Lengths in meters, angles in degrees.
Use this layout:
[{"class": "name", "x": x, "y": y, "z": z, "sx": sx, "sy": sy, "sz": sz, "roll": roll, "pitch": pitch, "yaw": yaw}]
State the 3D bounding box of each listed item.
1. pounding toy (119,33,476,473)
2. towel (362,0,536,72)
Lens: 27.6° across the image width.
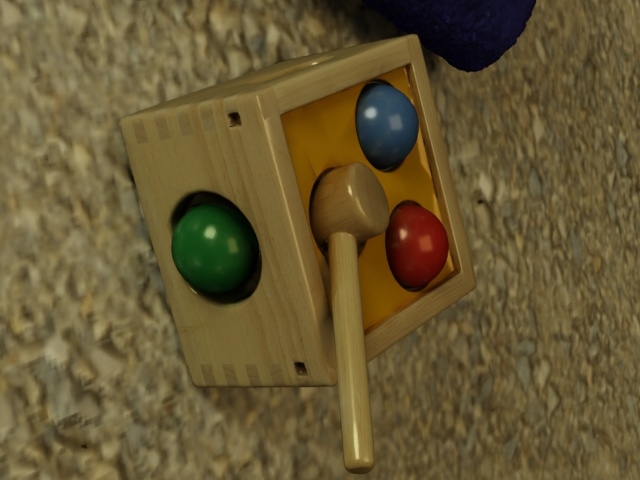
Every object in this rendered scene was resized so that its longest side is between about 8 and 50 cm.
[{"class": "pounding toy", "x": 0.000, "y": 0.000, "z": 0.500, "sx": 0.141, "sy": 0.100, "sz": 0.130, "roll": -29, "pitch": 108, "yaw": -50}, {"class": "towel", "x": 0.007, "y": -0.230, "z": 0.567, "sx": 0.308, "sy": 0.076, "sz": 0.228, "roll": 27, "pitch": 72, "yaw": -48}]
